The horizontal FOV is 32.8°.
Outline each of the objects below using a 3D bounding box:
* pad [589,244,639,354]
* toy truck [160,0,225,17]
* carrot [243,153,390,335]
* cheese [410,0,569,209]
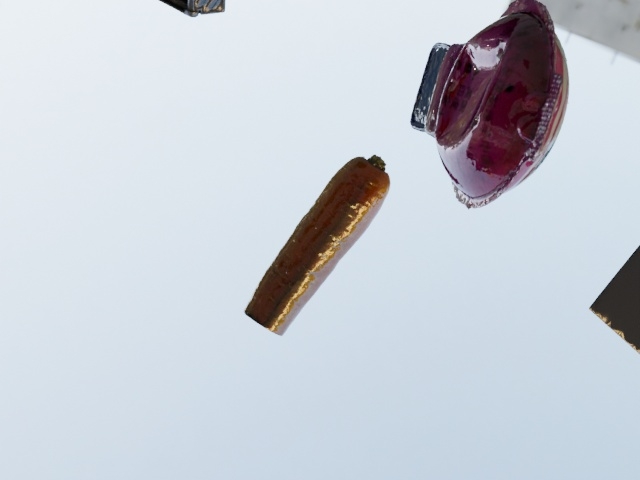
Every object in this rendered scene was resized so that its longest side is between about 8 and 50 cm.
[{"bbox_3d":[0.438,0.087,1.244,0.245,0.170,0.006,39,178,-17],"label":"pad"},{"bbox_3d":[-0.147,-0.258,0.898,0.192,0.083,0.092,31,-132,23],"label":"toy truck"},{"bbox_3d":[0.000,0.000,1.191,0.067,0.225,0.067,37,-179,-1],"label":"carrot"},{"bbox_3d":[0.119,-0.103,0.802,0.062,0.155,0.244,15,-172,-17],"label":"cheese"}]
